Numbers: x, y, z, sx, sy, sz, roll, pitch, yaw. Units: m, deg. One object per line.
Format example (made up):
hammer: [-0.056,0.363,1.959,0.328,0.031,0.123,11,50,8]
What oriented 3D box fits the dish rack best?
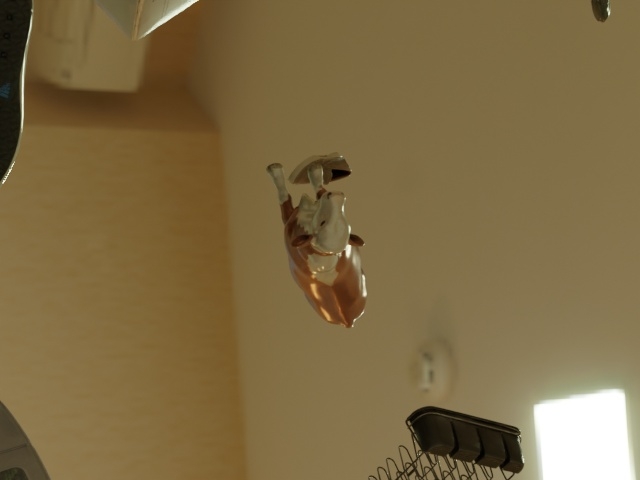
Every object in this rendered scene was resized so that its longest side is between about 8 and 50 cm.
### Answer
dish rack: [0.160,0.370,2.419,0.271,0.208,0.074,-50,-141,30]

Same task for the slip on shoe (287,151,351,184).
slip on shoe: [0.001,-0.111,2.662,0.041,0.135,0.051,46,-58,18]

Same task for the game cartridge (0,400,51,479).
game cartridge: [-0.304,0.281,1.366,0.060,0.196,0.294,101,-30,-57]

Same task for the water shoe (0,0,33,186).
water shoe: [-0.273,-0.117,1.293,0.080,0.073,0.203,18,-88,67]

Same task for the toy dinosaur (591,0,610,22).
toy dinosaur: [0.237,-0.347,1.693,0.268,0.064,0.118,53,10,6]

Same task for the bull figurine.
bull figurine: [0.000,0.000,2.219,0.310,0.101,0.188,79,-6,-57]

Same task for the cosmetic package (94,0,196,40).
cosmetic package: [-0.148,-0.441,2.030,0.197,0.365,0.155,48,-26,12]
